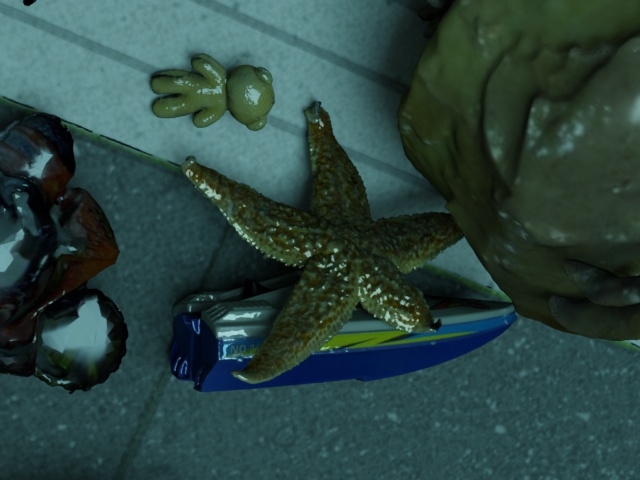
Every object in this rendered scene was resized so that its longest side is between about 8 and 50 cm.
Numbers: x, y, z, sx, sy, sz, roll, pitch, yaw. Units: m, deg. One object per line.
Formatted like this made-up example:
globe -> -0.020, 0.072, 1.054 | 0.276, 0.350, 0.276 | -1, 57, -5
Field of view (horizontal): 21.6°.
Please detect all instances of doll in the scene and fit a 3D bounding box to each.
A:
doll -> -0.084, -0.116, 1.319 | 0.093, 0.051, 0.061 | -7, 114, -18

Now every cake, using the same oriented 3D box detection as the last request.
cake -> 0.266, -0.067, 1.263 | 0.332, 0.321, 0.332 | -30, 152, -17

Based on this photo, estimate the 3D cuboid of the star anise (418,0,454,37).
star anise -> 0.129, -0.204, 1.292 | 0.218, 0.227, 0.148 | 30, 100, -15

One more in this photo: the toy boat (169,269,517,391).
toy boat -> 0.030, 0.068, 1.379 | 0.295, 0.129, 0.088 | -3, 97, -20

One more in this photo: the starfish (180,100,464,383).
starfish -> -0.003, 0.002, 1.323 | 0.231, 0.048, 0.295 | 47, 53, 8

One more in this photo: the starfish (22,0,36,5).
starfish -> -0.240, -0.335, 1.164 | 0.312, 0.113, 0.303 | 42, 88, -29

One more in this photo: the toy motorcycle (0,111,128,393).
toy motorcycle -> -0.311, -0.014, 1.219 | 0.401, 0.134, 0.207 | 13, 100, -25
